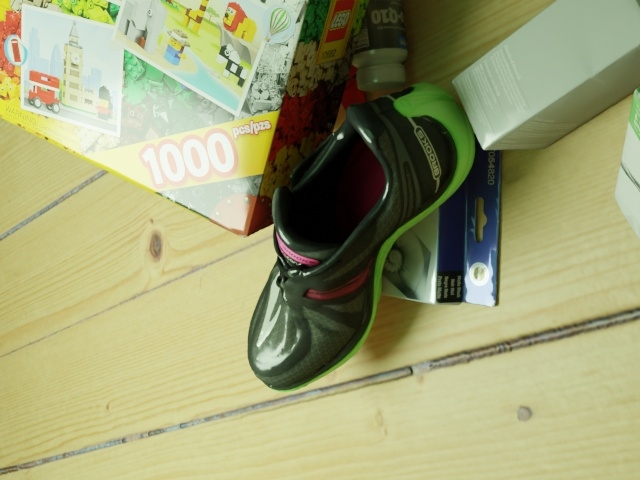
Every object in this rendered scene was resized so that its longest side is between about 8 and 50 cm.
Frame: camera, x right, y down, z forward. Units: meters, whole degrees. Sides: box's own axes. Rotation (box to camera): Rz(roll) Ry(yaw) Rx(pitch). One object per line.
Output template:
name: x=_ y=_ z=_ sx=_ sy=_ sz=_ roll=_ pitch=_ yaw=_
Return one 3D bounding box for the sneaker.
sneaker: x=0.000 y=0.000 z=1.273 sx=0.185 sy=0.202 sz=0.482 roll=51 pitch=128 yaw=33

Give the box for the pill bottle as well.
pill bottle: x=0.074 y=-0.270 z=1.333 sx=0.078 sy=0.078 sz=0.137 roll=-9 pitch=87 yaw=47

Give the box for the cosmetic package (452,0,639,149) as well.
cosmetic package: x=0.276 y=-0.193 z=1.088 sx=0.238 sy=0.127 sz=0.107 roll=-37 pitch=67 yaw=40

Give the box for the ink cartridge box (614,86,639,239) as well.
ink cartridge box: x=0.360 y=-0.082 z=0.906 sx=0.160 sy=0.219 sz=0.092 roll=-27 pitch=67 yaw=-1

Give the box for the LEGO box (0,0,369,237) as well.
LEGO box: x=-0.211 y=-0.283 z=1.323 sx=0.500 sy=0.193 sz=0.372 roll=25 pitch=116 yaw=20

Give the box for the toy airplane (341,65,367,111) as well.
toy airplane: x=0.020 y=-0.210 z=1.431 sx=0.151 sy=0.028 sz=0.151 roll=6 pitch=99 yaw=46

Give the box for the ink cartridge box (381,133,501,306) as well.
ink cartridge box: x=0.130 y=-0.032 z=1.314 sx=0.224 sy=0.045 sz=0.223 roll=6 pitch=97 yaw=47
